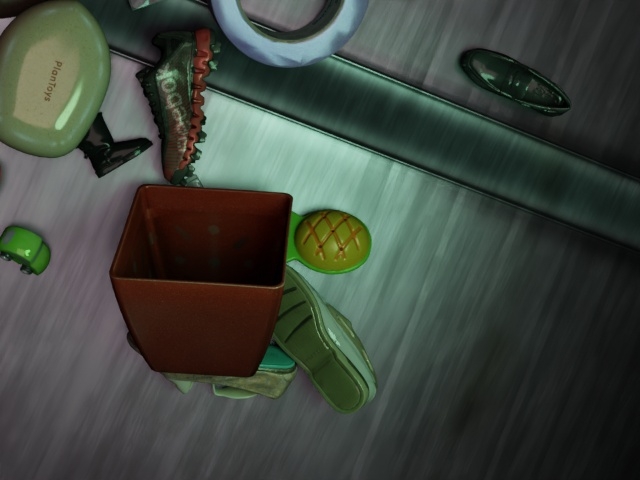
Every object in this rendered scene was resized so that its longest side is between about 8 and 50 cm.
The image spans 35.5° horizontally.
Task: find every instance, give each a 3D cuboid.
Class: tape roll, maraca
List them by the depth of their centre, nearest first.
[{"bbox_3d":[-0.057,-0.438,1.706,0.275,0.090,0.274,-5,113,-12],"label":"tape roll"},{"bbox_3d":[0.000,0.000,1.806,0.186,0.099,0.127,6,63,1],"label":"maraca"}]

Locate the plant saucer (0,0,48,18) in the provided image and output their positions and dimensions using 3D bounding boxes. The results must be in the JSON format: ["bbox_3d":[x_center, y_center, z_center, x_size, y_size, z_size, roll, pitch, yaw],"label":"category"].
[{"bbox_3d":[-0.549,-0.523,1.640,0.311,0.050,0.310,-2,97,-13],"label":"plant saucer"}]

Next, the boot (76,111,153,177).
[{"bbox_3d":[-0.365,-0.176,1.732,0.121,0.045,0.099,-31,97,-8],"label":"boot"}]

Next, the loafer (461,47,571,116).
[{"bbox_3d":[0.367,-0.295,1.853,0.223,0.078,0.076,24,92,-14],"label":"loafer"}]

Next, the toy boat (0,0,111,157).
[{"bbox_3d":[-0.507,-0.296,1.641,0.318,0.148,0.267,24,86,-20],"label":"toy boat"}]

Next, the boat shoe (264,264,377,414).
[{"bbox_3d":[-0.004,0.173,1.824,0.113,0.103,0.302,-34,84,26],"label":"boat shoe"}]

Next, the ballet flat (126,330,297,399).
[{"bbox_3d":[-0.200,0.232,1.798,0.316,0.107,0.106,14,120,-12],"label":"ballet flat"}]

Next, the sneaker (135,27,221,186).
[{"bbox_3d":[-0.256,-0.234,1.718,0.135,0.097,0.276,7,94,-13],"label":"sneaker"}]

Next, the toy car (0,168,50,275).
[{"bbox_3d":[-0.540,-0.020,1.676,0.225,0.053,0.239,38,58,-30],"label":"toy car"}]

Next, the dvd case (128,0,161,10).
[{"bbox_3d":[-0.248,-0.509,1.721,0.221,0.018,0.164,-21,102,-9],"label":"dvd case"}]

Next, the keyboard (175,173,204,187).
[{"bbox_3d":[-0.193,0.007,1.811,0.072,0.014,0.256,-29,103,-2],"label":"keyboard"}]

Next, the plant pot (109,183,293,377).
[{"bbox_3d":[-0.190,0.081,1.675,0.267,0.267,0.235,4,125,0],"label":"plant pot"}]
